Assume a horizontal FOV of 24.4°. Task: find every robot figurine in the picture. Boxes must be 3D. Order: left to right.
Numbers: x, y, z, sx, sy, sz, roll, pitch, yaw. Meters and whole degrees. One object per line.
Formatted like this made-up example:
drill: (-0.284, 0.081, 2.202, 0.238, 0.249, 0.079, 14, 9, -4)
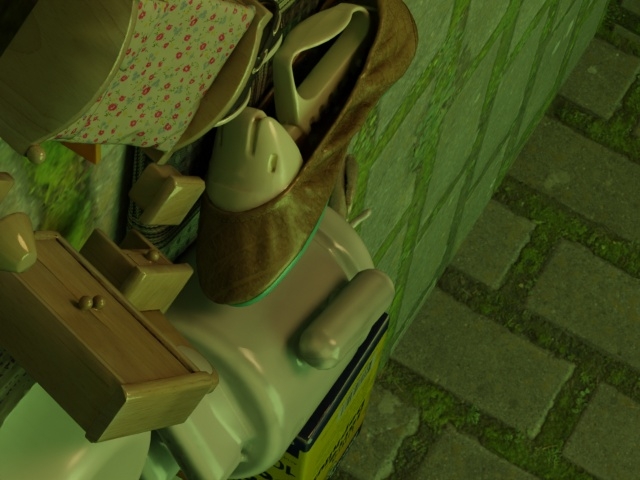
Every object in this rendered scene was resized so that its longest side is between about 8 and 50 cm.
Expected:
robot figurine: (-0.073, 0.085, 1.417, 0.353, 0.300, 0.199, -51, 125, -43)

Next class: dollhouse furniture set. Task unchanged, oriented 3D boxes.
dollhouse furniture set: (-0.076, -0.055, 1.015, 0.355, 0.174, 0.303, -53, 161, 16)

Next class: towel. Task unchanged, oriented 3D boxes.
towel: (-0.071, -0.156, 1.335, 0.324, 0.056, 0.312, -48, 160, -40)

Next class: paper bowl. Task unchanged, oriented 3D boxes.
paper bowl: (-0.240, 0.184, 1.159, 0.284, 0.148, 0.284, -57, 167, -21)

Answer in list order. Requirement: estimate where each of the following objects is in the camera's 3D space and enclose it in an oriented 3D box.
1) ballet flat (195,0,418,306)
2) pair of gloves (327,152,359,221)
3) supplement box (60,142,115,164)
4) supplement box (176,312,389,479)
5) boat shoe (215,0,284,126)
ballet flat: (-0.022, -0.106, 1.301, 0.342, 0.116, 0.124, -56, 144, -22)
pair of gloves: (0.000, 0.000, 1.884, 0.240, 0.042, 0.204, 111, -8, -54)
supplement box: (-0.150, -0.113, 1.095, 0.098, 0.036, 0.062, -51, 165, -31)
supplement box: (-0.060, 0.195, 1.826, 0.195, 0.194, 0.356, -55, 167, -27)
boat shoe: (-0.066, -0.143, 1.177, 0.125, 0.046, 0.038, -55, 164, -31)
